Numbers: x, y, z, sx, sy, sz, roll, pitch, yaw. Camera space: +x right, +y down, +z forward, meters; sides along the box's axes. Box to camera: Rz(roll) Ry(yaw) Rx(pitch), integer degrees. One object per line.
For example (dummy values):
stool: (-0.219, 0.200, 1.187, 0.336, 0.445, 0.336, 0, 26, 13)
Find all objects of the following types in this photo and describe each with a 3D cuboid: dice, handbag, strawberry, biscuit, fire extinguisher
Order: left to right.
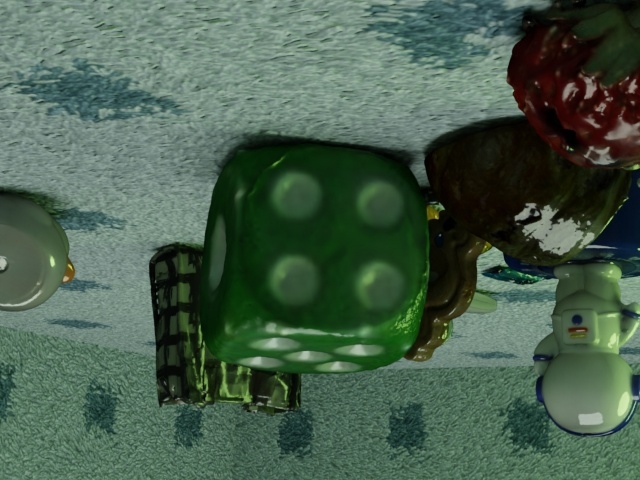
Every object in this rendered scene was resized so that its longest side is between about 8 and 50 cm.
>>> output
handbag: (-0.190, 0.190, 2.266, 0.325, 0.326, 0.162, 9, 161, -33)
dice: (-0.011, 0.031, 1.609, 0.300, 0.297, 0.287, 6, 163, -14)
fire extinguisher: (0.147, -0.071, 1.726, 0.083, 0.025, 0.038, 1, 143, 9)
biscuit: (0.181, 0.034, 1.658, 0.047, 0.183, 0.319, 10, 126, -35)
strawberry: (0.314, -0.139, 1.130, 0.254, 0.150, 0.280, 5, 165, -6)

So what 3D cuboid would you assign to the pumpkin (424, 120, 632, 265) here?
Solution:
pumpkin: (0.243, -0.054, 1.452, 0.148, 0.169, 0.312, 9, 166, -35)

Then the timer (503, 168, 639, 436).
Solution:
timer: (0.388, 0.093, 1.589, 0.271, 0.383, 0.270, 3, 168, 1)

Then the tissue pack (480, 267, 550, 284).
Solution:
tissue pack: (0.420, 0.078, 2.313, 0.138, 0.027, 0.085, 10, 166, -17)

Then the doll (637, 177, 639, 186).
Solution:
doll: (0.521, -0.105, 1.403, 0.228, 0.075, 0.102, -16, 143, 24)

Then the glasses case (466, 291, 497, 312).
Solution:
glasses case: (0.330, 0.139, 2.535, 0.197, 0.049, 0.076, 15, 166, -38)

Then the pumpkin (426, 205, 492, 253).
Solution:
pumpkin: (0.176, -0.003, 1.892, 0.139, 0.190, 0.280, -9, -154, 40)

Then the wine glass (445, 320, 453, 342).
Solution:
wine glass: (0.164, 0.145, 2.628, 0.264, 0.096, 0.309, 42, 171, -8)

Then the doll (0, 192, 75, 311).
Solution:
doll: (-0.546, 0.008, 1.932, 0.251, 0.221, 0.221, 33, 156, -20)
